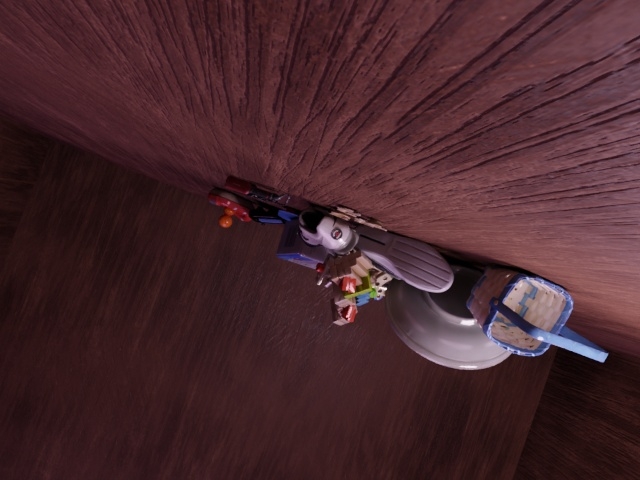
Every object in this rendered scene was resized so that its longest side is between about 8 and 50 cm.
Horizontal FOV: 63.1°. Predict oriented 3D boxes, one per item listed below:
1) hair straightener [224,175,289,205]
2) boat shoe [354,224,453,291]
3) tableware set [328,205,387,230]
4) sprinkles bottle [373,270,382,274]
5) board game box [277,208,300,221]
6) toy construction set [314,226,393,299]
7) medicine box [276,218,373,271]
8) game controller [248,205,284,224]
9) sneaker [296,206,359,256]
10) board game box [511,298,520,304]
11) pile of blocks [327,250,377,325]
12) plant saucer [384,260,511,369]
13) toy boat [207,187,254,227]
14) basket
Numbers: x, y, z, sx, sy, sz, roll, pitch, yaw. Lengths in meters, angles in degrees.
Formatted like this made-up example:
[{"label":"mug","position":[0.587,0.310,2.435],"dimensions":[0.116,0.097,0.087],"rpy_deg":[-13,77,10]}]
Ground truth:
[{"label":"hair straightener","position":[-0.179,-0.147,1.576],"dimensions":[0.230,0.047,0.089],"rpy_deg":[14,174,31]},{"label":"boat shoe","position":[0.240,0.053,1.507],"dimensions":[0.335,0.121,0.119],"rpy_deg":[31,171,32]},{"label":"tableware set","position":[0.098,-0.059,1.398],"dimensions":[0.141,0.020,0.168],"rpy_deg":[21,177,-11]},{"label":"sprinkles bottle","position":[0.338,0.124,2.156],"dimensions":[0.355,0.121,0.121],"rpy_deg":[22,177,-28]},{"label":"board game box","position":[-0.093,-0.095,1.976],"dimensions":[0.133,0.033,0.169],"rpy_deg":[22,170,-3]},{"label":"toy construction set","position":[0.130,0.084,1.716],"dimensions":[0.327,0.215,0.151],"rpy_deg":[16,-149,-35]},{"label":"medicine box","position":[0.024,0.030,1.919],"dimensions":[0.289,0.149,0.263],"rpy_deg":[20,170,-21]},{"label":"game controller","position":[-0.218,-0.099,2.286],"dimensions":[0.166,0.067,0.319],"rpy_deg":[12,178,0]},{"label":"sneaker","position":[-0.012,-0.052,1.588],"dimensions":[0.146,0.122,0.330],"rpy_deg":[39,170,-22]},{"label":"board game box","position":[0.464,0.200,1.767],"dimensions":[0.308,0.086,0.301],"rpy_deg":[-4,-158,-44]},{"label":"pile of blocks","position":[0.104,0.170,1.576],"dimensions":[0.148,0.113,0.362],"rpy_deg":[-7,149,-1]},{"label":"plant saucer","position":[0.389,0.178,1.507],"dimensions":[0.400,0.400,0.101],"rpy_deg":[20,134,13]},{"label":"toy boat","position":[-0.405,-0.130,2.329],"dimensions":[0.151,0.151,0.231],"rpy_deg":[19,177,41]},{"label":"basket","position":[0.525,0.193,1.288],"dimensions":[0.254,0.201,0.289],"rpy_deg":[23,-173,-22]}]
